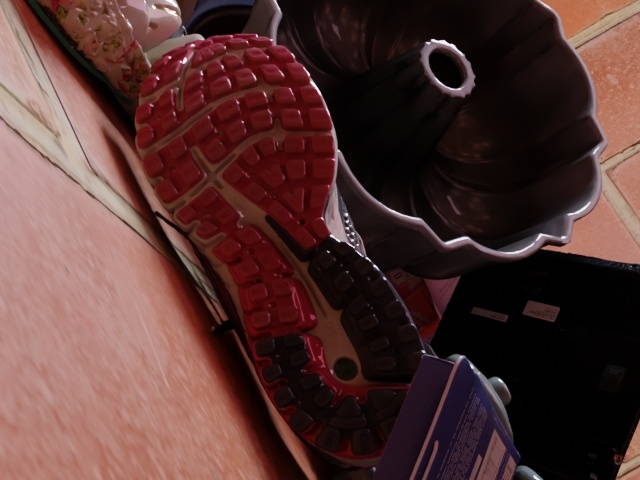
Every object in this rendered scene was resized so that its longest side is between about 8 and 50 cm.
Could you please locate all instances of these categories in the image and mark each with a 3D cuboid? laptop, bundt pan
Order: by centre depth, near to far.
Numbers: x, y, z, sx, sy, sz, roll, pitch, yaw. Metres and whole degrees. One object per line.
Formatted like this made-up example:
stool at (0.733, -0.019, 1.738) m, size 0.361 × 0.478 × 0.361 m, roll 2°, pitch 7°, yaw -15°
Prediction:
laptop at (0.191, 0.155, 0.957) m, size 0.136 × 0.264 × 0.234 m, roll 32°, pitch -12°, yaw -34°
bundt pan at (0.070, -0.110, 0.975) m, size 0.124 × 0.331 × 0.331 m, roll -40°, pitch -104°, yaw 49°

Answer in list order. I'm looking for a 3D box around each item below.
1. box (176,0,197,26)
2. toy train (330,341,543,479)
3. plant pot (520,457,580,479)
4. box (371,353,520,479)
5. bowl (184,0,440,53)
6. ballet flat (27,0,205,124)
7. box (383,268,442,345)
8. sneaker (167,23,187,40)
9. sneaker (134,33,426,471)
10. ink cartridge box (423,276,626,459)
box at (-0.168, -0.311, 1.370) m, size 0.148 × 0.121 × 0.311 m, roll 61°, pitch 3°, yaw 19°
toy train at (0.109, 0.221, 0.857) m, size 0.334 × 0.142 × 0.190 m, roll 58°, pitch -11°, yaw 6°
plant pot at (0.128, 0.184, 1.158) m, size 0.167 × 0.187 × 0.188 m, roll 45°, pitch 7°, yaw -19°
box at (0.059, 0.149, 0.653) m, size 0.036 × 0.136 × 0.225 m, roll 18°, pitch -17°, yaw 22°
bowl at (0.012, -0.125, 1.259) m, size 0.391 × 0.077 × 0.391 m, roll 31°, pitch -28°, yaw 18°
ballet flat at (-0.120, -0.130, 0.813) m, size 0.091 × 0.077 × 0.241 m, roll 64°, pitch 5°, yaw 33°
box at (0.000, 0.000, 1.094) m, size 0.257 × 0.128 × 0.122 m, roll 63°, pitch 3°, yaw 35°
sneaker at (-0.179, -0.237, 1.066) m, size 0.222 × 0.083 × 0.118 m, roll -119°, pitch -167°, yaw -66°
sneaker at (-0.033, 0.005, 0.744) m, size 0.112 × 0.121 × 0.299 m, roll 96°, pitch -26°, yaw -70°
ink cartridge box at (0.195, 0.093, 1.094) m, size 0.134 × 0.078 × 0.231 m, roll 22°, pitch 17°, yaw -48°
